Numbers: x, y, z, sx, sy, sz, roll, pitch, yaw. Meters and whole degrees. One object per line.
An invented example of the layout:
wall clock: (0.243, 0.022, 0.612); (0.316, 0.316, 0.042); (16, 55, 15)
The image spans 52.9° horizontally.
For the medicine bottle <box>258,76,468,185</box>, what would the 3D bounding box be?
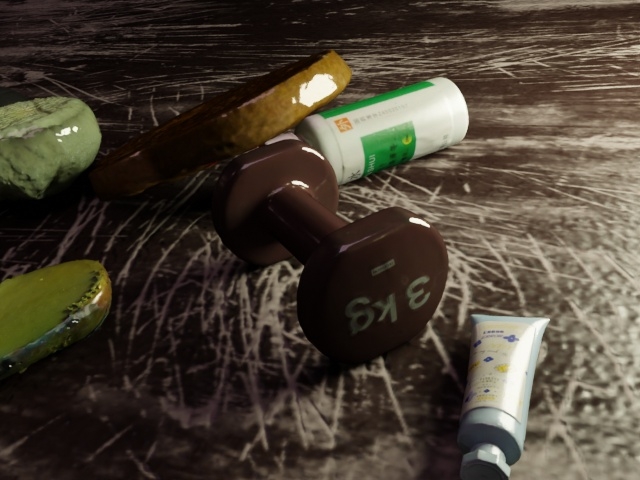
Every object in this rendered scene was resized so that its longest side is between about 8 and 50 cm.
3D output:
medicine bottle: (0.054, -0.128, 0.799); (0.260, 0.095, 0.095); (-19, 35, -18)

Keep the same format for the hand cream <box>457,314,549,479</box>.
hand cream: (0.131, 0.106, 0.473); (0.065, 0.043, 0.170); (2, 32, 21)

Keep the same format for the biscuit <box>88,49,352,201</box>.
biscuit: (-0.137, -0.131, 0.793); (0.367, 0.063, 0.314); (-4, 31, 48)

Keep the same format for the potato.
potato: (-0.282, 0.088, 0.588); (0.198, 0.054, 0.119); (-35, 42, -28)

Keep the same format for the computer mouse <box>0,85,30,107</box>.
computer mouse: (-0.582, -0.214, 1.092); (0.122, 0.073, 0.217); (1, 36, 14)

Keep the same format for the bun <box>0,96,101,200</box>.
bun: (-0.390, -0.115, 0.859); (0.195, 0.118, 0.195); (-5, 27, 3)

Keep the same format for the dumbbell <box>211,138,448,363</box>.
dumbbell: (0.000, 0.000, 0.590); (0.140, 0.124, 0.225); (-22, 36, -20)
